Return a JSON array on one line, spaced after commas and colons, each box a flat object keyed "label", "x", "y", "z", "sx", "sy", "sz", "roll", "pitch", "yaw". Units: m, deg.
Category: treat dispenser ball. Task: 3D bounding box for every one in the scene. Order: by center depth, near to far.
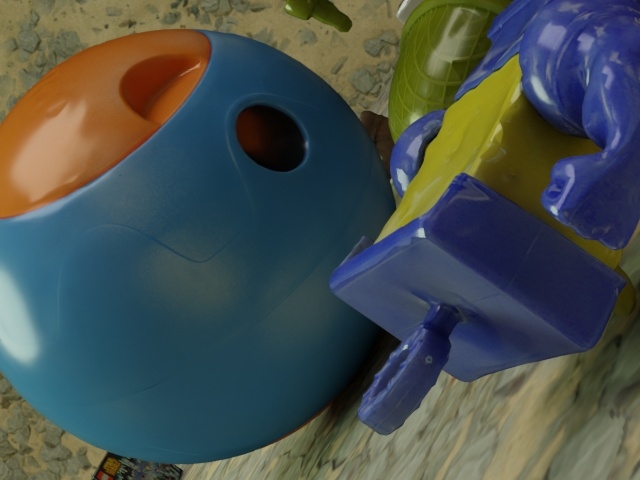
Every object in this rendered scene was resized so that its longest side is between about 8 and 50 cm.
[{"label": "treat dispenser ball", "x": -0.091, "y": 0.004, "z": 0.904, "sx": 0.288, "sy": 0.288, "sz": 0.288, "roll": -56, "pitch": 4, "yaw": 6}]

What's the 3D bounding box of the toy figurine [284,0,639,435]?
[{"label": "toy figurine", "x": 0.036, "y": -0.038, "z": 0.478, "sx": 0.217, "sy": 0.191, "sz": 0.362, "roll": -66, "pitch": 11, "yaw": -17}]

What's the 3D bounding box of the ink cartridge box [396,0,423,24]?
[{"label": "ink cartridge box", "x": 0.143, "y": -0.175, "z": 0.740, "sx": 0.198, "sy": 0.115, "sz": 0.067, "roll": -54, "pitch": 4, "yaw": 15}]

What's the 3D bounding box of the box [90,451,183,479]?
[{"label": "box", "x": -0.221, "y": 0.287, "z": 1.612, "sx": 0.027, "sy": 0.094, "sz": 0.137, "roll": -56, "pitch": 5, "yaw": 16}]

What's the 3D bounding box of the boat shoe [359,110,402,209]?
[{"label": "boat shoe", "x": 0.000, "y": -0.001, "z": 1.214, "sx": 0.257, "sy": 0.095, "sz": 0.095, "roll": -56, "pitch": 4, "yaw": 7}]
